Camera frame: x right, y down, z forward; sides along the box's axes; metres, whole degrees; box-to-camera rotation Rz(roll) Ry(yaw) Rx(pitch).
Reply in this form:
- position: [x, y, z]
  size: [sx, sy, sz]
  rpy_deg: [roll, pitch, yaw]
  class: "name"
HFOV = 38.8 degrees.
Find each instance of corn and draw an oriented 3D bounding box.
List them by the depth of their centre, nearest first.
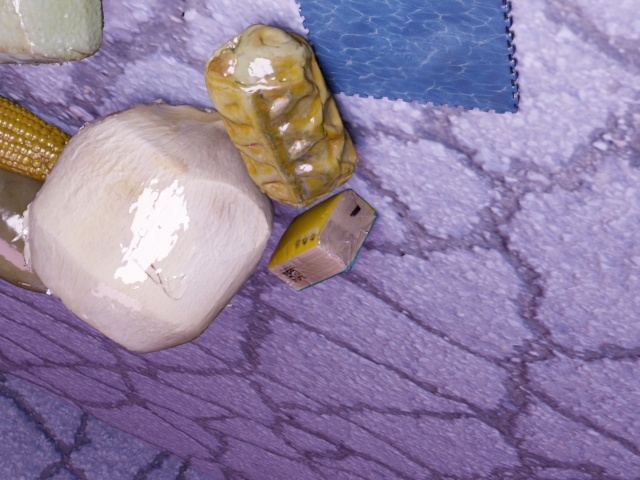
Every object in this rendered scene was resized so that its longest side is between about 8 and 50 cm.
- position: [-0.556, -0.190, 1.553]
  size: [0.322, 0.119, 0.119]
  rpy_deg: [23, 152, -7]
  class: "corn"

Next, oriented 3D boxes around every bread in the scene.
- position: [-0.052, -0.163, 1.190]
  size: [0.152, 0.130, 0.267]
  rpy_deg: [-16, 137, 10]
  class: "bread"

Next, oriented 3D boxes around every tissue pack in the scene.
- position: [0.000, 0.000, 1.431]
  size: [0.082, 0.120, 0.169]
  rpy_deg: [38, 150, -16]
  class: "tissue pack"

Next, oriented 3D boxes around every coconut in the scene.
- position: [-0.239, -0.034, 1.358]
  size: [0.346, 0.360, 0.346]
  rpy_deg: [38, 177, 2]
  class: "coconut"

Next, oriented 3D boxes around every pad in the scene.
- position: [0.094, -0.252, 1.056]
  size: [0.270, 0.012, 0.269]
  rpy_deg: [10, 148, 25]
  class: "pad"

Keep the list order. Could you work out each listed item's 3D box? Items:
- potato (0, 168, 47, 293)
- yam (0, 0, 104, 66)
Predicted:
- position: [-0.549, -0.033, 1.689]
  size: [0.326, 0.221, 0.243]
  rpy_deg: [37, 156, -10]
  class: "potato"
- position: [-0.402, -0.325, 1.128]
  size: [0.271, 0.201, 0.202]
  rpy_deg: [14, 129, 27]
  class: "yam"
